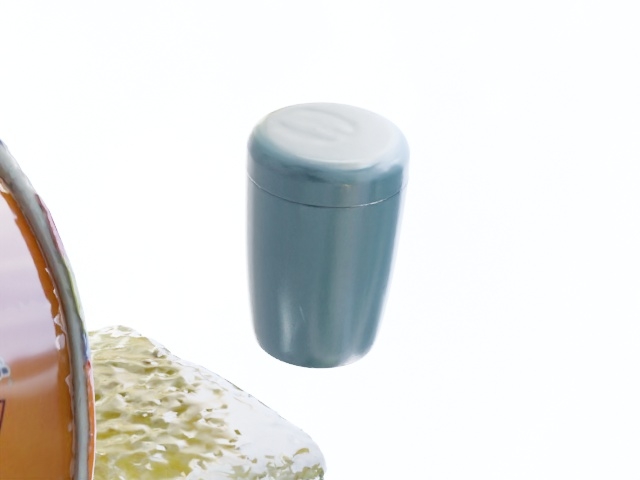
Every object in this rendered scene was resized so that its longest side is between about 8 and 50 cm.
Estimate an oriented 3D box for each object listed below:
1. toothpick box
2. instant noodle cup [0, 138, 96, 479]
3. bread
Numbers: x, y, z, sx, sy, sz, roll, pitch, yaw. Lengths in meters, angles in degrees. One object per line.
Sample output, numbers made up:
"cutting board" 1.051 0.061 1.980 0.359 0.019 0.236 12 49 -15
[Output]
"toothpick box" 0.000 0.000 1.475 0.120 0.120 0.184 -130 -142 -51
"instant noodle cup" -0.229 0.061 0.672 0.250 0.192 0.250 3 -86 35
"bread" -0.100 0.116 0.976 0.196 0.138 0.102 33 -55 43
